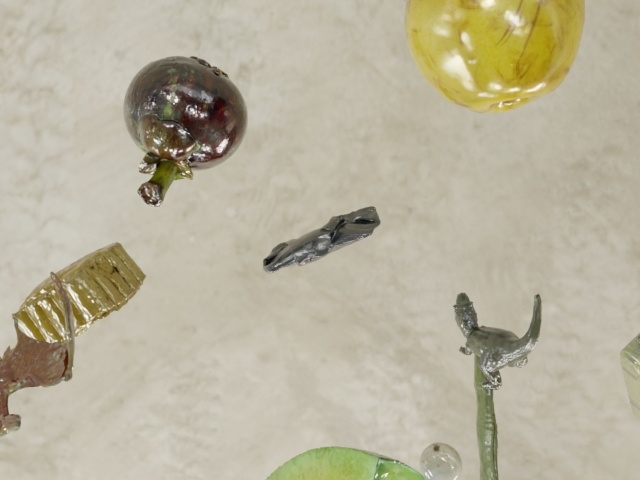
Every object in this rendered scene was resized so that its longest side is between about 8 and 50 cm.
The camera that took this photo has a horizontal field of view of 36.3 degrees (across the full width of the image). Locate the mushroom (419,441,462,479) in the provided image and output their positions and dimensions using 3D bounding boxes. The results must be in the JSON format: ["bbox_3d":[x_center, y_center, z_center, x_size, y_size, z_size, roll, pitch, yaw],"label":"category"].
[{"bbox_3d":[0.240,0.441,1.940,0.085,0.079,0.085,-1,87,16],"label":"mushroom"}]

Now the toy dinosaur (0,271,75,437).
[{"bbox_3d":[-0.474,0.184,1.376,0.327,0.207,0.113,-13,139,33],"label":"toy dinosaur"}]

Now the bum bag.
[{"bbox_3d":[0.000,0.000,1.919,0.248,0.123,0.060,-28,103,12],"label":"bum bag"}]

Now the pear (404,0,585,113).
[{"bbox_3d":[0.263,-0.328,1.469,0.280,0.281,0.281,3,130,3],"label":"pear"}]

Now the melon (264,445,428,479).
[{"bbox_3d":[0.014,0.357,1.265,0.323,0.124,0.196,-16,120,46],"label":"melon"}]

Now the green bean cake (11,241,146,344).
[{"bbox_3d":[-0.505,0.115,2.046,0.229,0.224,0.131,-29,100,23],"label":"green bean cake"}]

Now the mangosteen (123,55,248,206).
[{"bbox_3d":[-0.261,-0.194,1.758,0.231,0.289,0.231,24,165,7],"label":"mangosteen"}]

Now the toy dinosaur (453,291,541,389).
[{"bbox_3d":[0.238,0.125,1.412,0.087,0.187,0.179,-40,136,-19],"label":"toy dinosaur"}]

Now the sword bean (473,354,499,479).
[{"bbox_3d":[0.253,0.291,1.483,0.038,0.269,0.043,-17,145,31],"label":"sword bean"}]

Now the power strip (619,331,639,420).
[{"bbox_3d":[0.617,0.253,1.823,0.092,0.066,0.387,-45,146,-5],"label":"power strip"}]
